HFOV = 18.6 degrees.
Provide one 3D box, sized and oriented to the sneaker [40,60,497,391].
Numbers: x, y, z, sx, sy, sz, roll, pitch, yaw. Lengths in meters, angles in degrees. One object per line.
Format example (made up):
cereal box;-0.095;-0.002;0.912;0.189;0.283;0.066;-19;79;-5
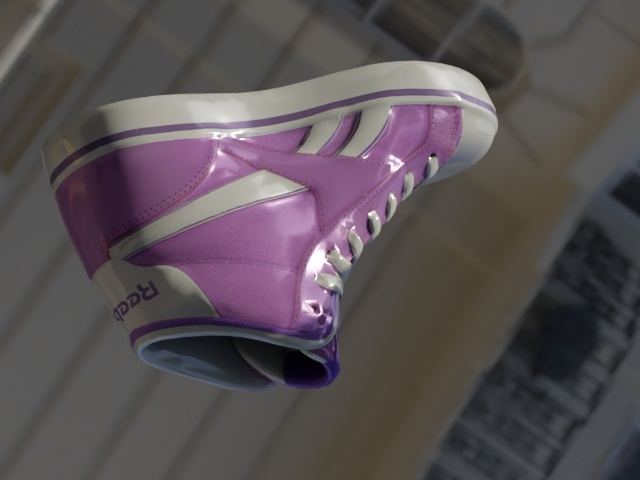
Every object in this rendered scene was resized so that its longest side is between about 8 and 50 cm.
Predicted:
sneaker;-0.001;0.001;1.032;0.282;0.161;0.102;-13;159;-35
